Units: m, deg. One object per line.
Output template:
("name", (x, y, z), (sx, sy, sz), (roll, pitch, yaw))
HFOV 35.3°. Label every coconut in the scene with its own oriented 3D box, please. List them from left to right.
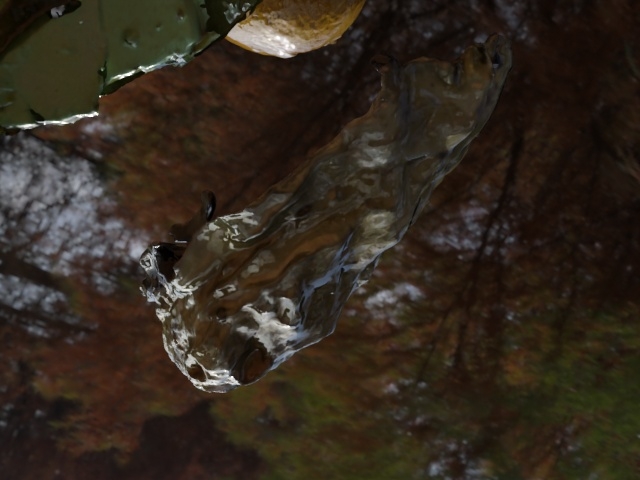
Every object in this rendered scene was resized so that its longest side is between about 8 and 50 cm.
("coconut", (-0.097, -0.082, 0.310), (0.158, 0.133, 0.055), (-19, -143, -4))

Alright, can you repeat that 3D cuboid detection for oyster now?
("oyster", (0.001, -0.003, 0.415), (0.209, 0.072, 0.133), (-34, 173, 10))

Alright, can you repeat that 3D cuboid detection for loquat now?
("loquat", (-0.029, -0.196, 0.709), (0.141, 0.141, 0.141), (-36, -141, 37))
